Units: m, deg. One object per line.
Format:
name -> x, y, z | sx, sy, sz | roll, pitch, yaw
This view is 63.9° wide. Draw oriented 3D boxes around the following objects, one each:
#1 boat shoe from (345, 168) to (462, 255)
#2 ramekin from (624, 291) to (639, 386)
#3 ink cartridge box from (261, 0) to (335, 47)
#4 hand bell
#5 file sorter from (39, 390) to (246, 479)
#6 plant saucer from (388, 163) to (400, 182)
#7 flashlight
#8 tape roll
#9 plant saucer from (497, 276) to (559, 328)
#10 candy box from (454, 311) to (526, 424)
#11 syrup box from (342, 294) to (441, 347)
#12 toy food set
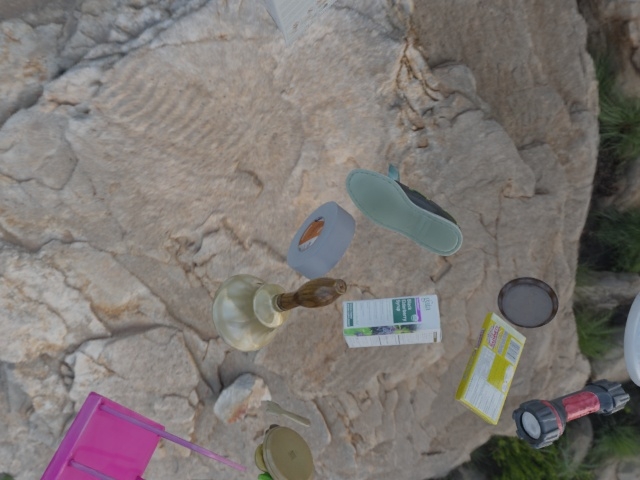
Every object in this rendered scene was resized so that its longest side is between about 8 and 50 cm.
boat shoe -> 0.147, -0.055, 0.908 | 0.227, 0.069, 0.081 | 34, 114, 4
ramekin -> 0.671, 0.186, 0.956 | 0.207, 0.109, 0.208 | -3, 95, -34
ink cartridge box -> -0.024, -0.393, 0.791 | 0.145, 0.179, 0.045 | -44, 89, 1
hand bell -> -0.046, 0.085, 0.738 | 0.126, 0.242, 0.126 | 14, 67, -35
file sorter -> -0.238, 0.376, 0.624 | 0.182, 0.202, 0.291 | 15, 63, 17
plant saucer -> 0.169, -0.116, 1.175 | 0.021, 0.119, 0.120 | 1, 102, 13
flashlight -> 0.603, 0.401, 1.219 | 0.303, 0.103, 0.103 | -7, 135, -23
tape roll -> 0.000, 0.000, 1.437 | 0.072, 0.219, 0.219 | 36, 95, -22
plant saucer -> 0.606, 0.185, 1.504 | 0.168, 0.169, 0.029 | -30, 143, -1
candy box -> 0.359, 0.266, 1.078 | 0.105, 0.027, 0.206 | 36, 65, -12
syrup box -> 0.179, 0.203, 1.286 | 0.236, 0.093, 0.096 | -6, 147, 10
toy food set -> -0.069, 0.414, 0.975 | 0.132, 0.192, 0.038 | 33, 120, -26
